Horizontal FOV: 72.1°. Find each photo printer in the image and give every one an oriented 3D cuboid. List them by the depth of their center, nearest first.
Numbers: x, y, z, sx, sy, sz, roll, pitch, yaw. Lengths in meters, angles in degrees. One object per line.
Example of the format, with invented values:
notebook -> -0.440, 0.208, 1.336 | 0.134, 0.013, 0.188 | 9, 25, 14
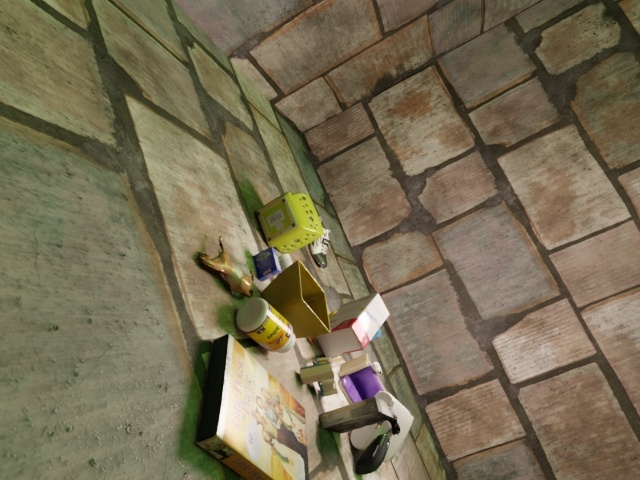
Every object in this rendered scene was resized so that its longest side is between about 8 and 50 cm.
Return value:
photo printer -> 0.277, 0.813, 1.896 | 0.107, 0.256, 0.307 | 23, -20, 42

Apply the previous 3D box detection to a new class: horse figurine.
horse figurine -> -0.288, 0.102, 1.440 | 0.263, 0.066, 0.174 | 55, 10, -25

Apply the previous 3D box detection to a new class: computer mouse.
computer mouse -> 0.235, 0.799, 1.724 | 0.060, 0.262, 0.184 | 24, -39, 42

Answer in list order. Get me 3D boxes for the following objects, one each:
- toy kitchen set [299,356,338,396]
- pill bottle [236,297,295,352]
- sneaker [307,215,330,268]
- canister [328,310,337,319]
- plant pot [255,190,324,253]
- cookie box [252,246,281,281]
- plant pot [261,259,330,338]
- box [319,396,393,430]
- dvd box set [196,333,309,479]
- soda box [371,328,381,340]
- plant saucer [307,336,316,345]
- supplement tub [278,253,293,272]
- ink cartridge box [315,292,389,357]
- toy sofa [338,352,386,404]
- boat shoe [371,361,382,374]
toy kitchen set -> -0.012, 0.501, 1.716 | 0.166, 0.122, 0.207 | -103, -178, -46
pill bottle -> -0.169, 0.284, 1.428 | 0.215, 0.117, 0.117 | 52, 18, -42
sneaker -> 0.000, 0.000, 2.600 | 0.122, 0.146, 0.330 | 37, 31, -66
canister -> 0.076, 0.441, 2.195 | 0.126, 0.073, 0.170 | 62, 14, -7
plant pot -> -0.151, -0.086, 2.009 | 0.207, 0.228, 0.227 | 12, 52, -64
cookie box -> -0.208, 0.093, 1.711 | 0.040, 0.092, 0.107 | 39, 28, -55
plant pot -> -0.103, 0.239, 1.624 | 0.212, 0.187, 0.212 | 55, 16, -34
box -> 0.138, 0.661, 1.655 | 0.183, 0.231, 0.056 | 46, 25, -51
dvd box set -> -0.161, 0.490, 1.187 | 0.420, 0.062, 0.307 | 56, 15, -32
soda box -> 0.206, 0.498, 2.280 | 0.067, 0.210, 0.071 | 62, 12, -8
plant saucer -> -0.043, 0.415, 1.905 | 0.083, 0.013, 0.083 | 59, 13, -22
supplement tub -> -0.151, 0.119, 1.931 | 0.107, 0.071, 0.071 | 68, 13, 12
ink cartridge box -> 0.149, 0.387, 2.022 | 0.306, 0.226, 0.131 | -34, 98, -52
toy sofa -> 0.231, 0.735, 2.057 | 0.362, 0.150, 0.177 | 62, 12, -7
boat shoe -> 0.264, 0.599, 2.046 | 0.100, 0.035, 0.035 | 61, 5, -47
